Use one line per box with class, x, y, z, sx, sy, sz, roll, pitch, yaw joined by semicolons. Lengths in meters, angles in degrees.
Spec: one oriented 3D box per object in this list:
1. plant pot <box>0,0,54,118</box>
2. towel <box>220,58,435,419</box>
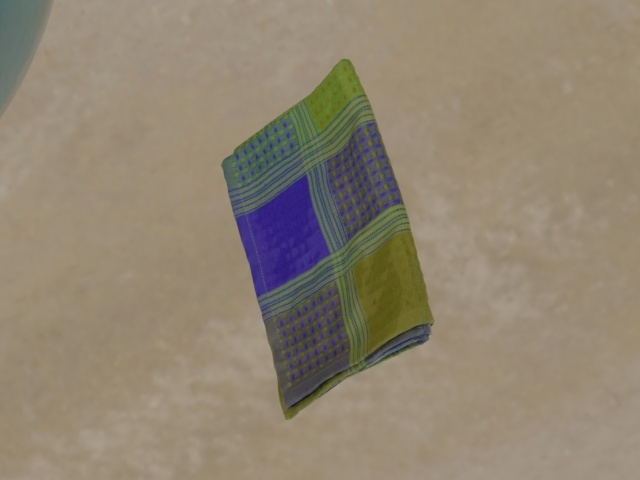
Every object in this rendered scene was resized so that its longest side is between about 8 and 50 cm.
plant pot;-0.231;-0.109;0.576;0.293;0.293;0.235;-49;173;39
towel;0.000;0.000;0.432;0.009;0.083;0.060;6;152;-42
